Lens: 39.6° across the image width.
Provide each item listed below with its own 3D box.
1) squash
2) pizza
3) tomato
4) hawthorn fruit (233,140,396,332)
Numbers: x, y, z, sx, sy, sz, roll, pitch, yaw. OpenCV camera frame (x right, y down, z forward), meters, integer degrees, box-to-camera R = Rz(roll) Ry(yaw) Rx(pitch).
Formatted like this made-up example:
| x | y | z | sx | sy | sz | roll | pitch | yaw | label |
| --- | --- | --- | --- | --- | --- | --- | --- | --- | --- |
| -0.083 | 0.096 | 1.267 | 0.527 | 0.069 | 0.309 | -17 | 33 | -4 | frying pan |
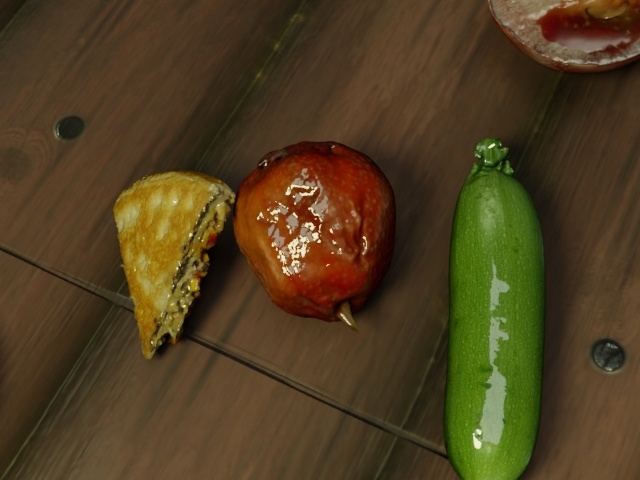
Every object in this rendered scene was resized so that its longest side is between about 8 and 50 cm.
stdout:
| x | y | z | sx | sy | sz | roll | pitch | yaw | label |
| --- | --- | --- | --- | --- | --- | --- | --- | --- | --- |
| 0.175 | 0.062 | 0.889 | 0.101 | 0.101 | 0.379 | 4 | 62 | 5 | squash |
| -0.155 | 0.026 | 0.931 | 0.188 | 0.062 | 0.199 | 2 | 84 | 48 | pizza |
| 0.296 | -0.271 | 1.045 | 0.199 | 0.112 | 0.228 | -22 | 65 | 0 | tomato |
| -0.006 | -0.012 | 0.905 | 0.173 | 0.173 | 0.179 | 13 | 64 | 10 | hawthorn fruit |
